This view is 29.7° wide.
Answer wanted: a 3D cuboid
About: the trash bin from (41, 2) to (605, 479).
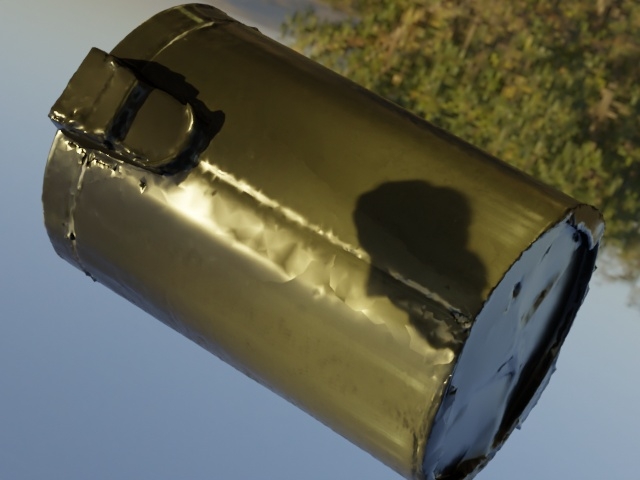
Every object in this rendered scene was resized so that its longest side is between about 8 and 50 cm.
[{"bbox_3d":[0.000,0.000,0.766,0.301,0.203,0.252,31,175,23],"label":"trash bin"}]
